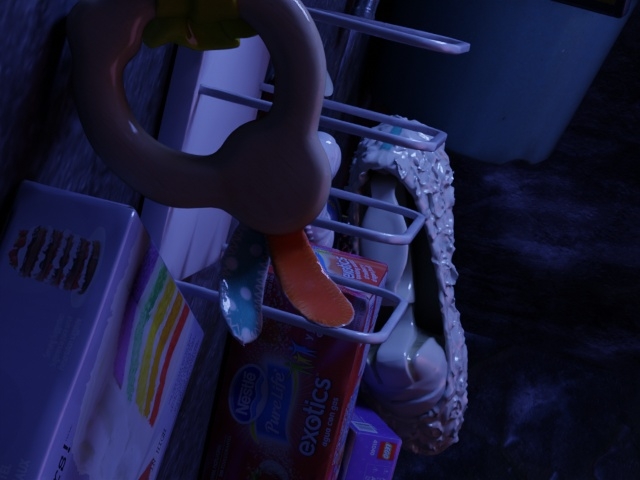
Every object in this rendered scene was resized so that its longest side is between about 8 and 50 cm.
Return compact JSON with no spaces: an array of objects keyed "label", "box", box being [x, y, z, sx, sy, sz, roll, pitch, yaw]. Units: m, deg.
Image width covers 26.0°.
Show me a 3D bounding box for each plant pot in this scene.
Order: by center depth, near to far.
[{"label":"plant pot","box":[0.228,-0.291,1.682,0.341,0.341,0.334,-60,171,-61]}]

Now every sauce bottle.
[{"label":"sauce bottle","box":[0.060,-0.288,1.452,0.042,0.042,0.128,63,43,-78]}]

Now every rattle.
[{"label":"rattle","box":[-0.050,-0.050,0.725,0.130,0.200,0.142,-35,-169,-16]}]

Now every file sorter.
[{"label":"file sorter","box":[0.002,-0.090,0.955,0.193,0.173,0.278,-36,140,-78]}]

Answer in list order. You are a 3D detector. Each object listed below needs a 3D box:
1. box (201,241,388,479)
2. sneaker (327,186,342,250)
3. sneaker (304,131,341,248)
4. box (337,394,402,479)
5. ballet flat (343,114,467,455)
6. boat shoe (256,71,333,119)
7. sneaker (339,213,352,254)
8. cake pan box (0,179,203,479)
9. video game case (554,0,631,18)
[{"label":"box","box":[-0.026,0.140,1.353,0.128,0.122,0.257,-51,156,-71]},{"label":"sneaker","box":[0.000,0.000,1.532,0.144,0.053,0.059,98,9,-47]},{"label":"sneaker","box":[-0.017,-0.031,1.388,0.061,0.053,0.152,-46,145,-55]},{"label":"box","box":[-0.002,0.268,1.573,0.293,0.057,0.201,-142,-114,-70]},{"label":"ballet flat","box":[0.081,0.070,1.526,0.147,0.147,0.409,-55,141,-67]},{"label":"boat shoe","box":[-0.024,-0.126,1.181,0.043,0.049,0.137,-32,-165,24]},{"label":"sneaker","box":[0.029,0.067,1.700,0.111,0.121,0.300,-48,143,-21]},{"label":"cake pan box","box":[-0.146,0.132,0.734,0.246,0.070,0.267,76,30,-69]},{"label":"video game case","box":[0.135,-0.327,1.065,0.035,0.274,0.248,-40,145,-62]}]
